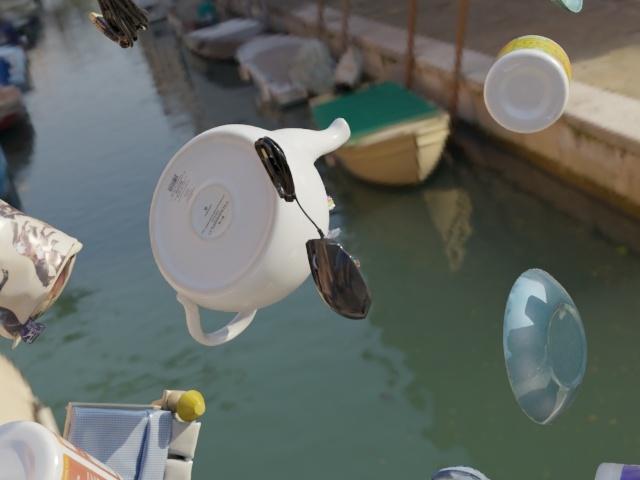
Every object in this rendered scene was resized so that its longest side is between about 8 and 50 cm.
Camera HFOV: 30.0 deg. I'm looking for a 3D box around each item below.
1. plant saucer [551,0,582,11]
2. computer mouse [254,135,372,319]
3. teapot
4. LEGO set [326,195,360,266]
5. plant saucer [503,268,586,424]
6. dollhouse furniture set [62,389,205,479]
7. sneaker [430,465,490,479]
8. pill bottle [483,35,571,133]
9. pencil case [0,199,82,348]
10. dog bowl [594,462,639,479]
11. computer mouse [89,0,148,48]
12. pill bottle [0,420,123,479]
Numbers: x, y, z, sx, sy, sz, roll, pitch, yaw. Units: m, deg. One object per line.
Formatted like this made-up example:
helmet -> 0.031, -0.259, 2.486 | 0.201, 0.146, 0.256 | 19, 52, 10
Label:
plant saucer -> 0.336, -0.378, 1.709 | 0.021, 0.119, 0.119 | -21, 13, 33
computer mouse -> -0.015, -0.008, 1.359 | 0.041, 0.242, 0.071 | -34, 10, -19
teapot -> -0.083, -0.016, 1.538 | 0.256, 0.252, 0.187 | -19, -20, 30
LEGO set -> 0.000, 0.000, 2.103 | 0.287, 0.132, 0.107 | 38, 56, 25
plant saucer -> 0.288, 0.129, 1.474 | 0.037, 0.195, 0.195 | -8, 19, 36
dollhouse furniture set -> -0.269, 0.342, 1.554 | 0.286, 0.303, 0.198 | 11, -1, -40
sneaker -> 0.190, 0.312, 1.400 | 0.135, 0.052, 0.058 | 27, 25, 2
pill bottle -> 0.352, -0.271, 2.013 | 0.136, 0.136, 0.245 | -11, 15, 16
pencil case -> -0.545, -0.009, 1.625 | 0.183, 0.410, 0.160 | -60, 16, 5
dog bowl -> 0.383, 0.401, 1.422 | 0.104, 0.264, 0.265 | 0, 22, 19
computer mouse -> -0.266, -0.304, 1.242 | 0.060, 0.184, 0.262 | -44, 50, -12
pill bottle -> -0.280, 0.286, 1.291 | 0.121, 0.216, 0.121 | -11, 57, 18
